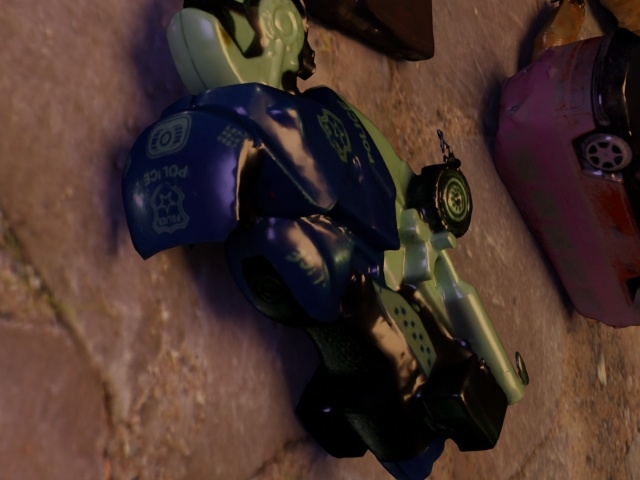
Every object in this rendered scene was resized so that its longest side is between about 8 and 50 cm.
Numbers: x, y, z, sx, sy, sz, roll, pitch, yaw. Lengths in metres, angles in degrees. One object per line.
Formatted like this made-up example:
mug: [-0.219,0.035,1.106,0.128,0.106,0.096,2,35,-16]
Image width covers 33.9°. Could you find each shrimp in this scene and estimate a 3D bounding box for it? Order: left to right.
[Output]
shrimp: [0.249,-0.199,1.103,0.101,0.042,0.190,71,34,-46]

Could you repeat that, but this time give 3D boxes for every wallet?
wallet: [0.038,-0.260,0.792,0.182,0.049,0.229,13,74,-58]

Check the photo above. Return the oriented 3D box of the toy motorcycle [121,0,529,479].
toy motorcycle: [0.000,0.000,0.618,0.331,0.125,0.196,59,41,-25]

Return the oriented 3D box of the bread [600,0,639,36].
bread: [0.532,-0.405,1.290,0.361,0.394,0.250,43,33,-39]

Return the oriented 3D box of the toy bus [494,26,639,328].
toy bus: [0.275,-0.052,1.009,0.302,0.147,0.127,57,44,-32]
